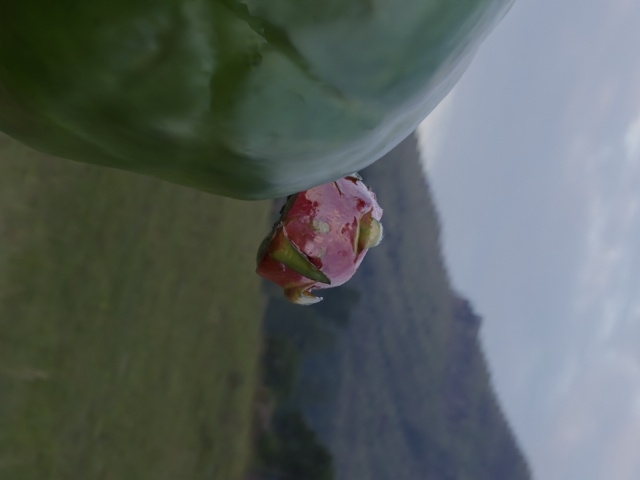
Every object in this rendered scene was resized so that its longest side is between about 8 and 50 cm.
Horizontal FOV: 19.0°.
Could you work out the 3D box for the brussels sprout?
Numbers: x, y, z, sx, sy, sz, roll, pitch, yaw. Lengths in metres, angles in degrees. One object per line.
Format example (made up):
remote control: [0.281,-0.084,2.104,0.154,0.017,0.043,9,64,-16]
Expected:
brussels sprout: [-0.062,-0.177,0.818,0.289,0.281,0.355,-63,-149,24]

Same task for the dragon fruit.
dragon fruit: [0.000,0.000,1.070,0.083,0.056,0.060,-56,-174,25]
